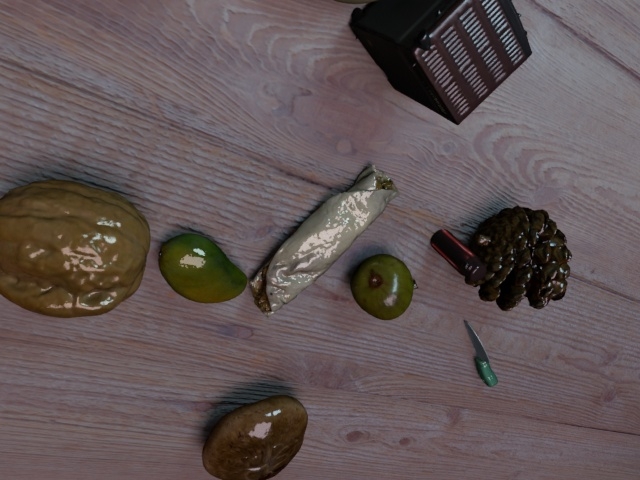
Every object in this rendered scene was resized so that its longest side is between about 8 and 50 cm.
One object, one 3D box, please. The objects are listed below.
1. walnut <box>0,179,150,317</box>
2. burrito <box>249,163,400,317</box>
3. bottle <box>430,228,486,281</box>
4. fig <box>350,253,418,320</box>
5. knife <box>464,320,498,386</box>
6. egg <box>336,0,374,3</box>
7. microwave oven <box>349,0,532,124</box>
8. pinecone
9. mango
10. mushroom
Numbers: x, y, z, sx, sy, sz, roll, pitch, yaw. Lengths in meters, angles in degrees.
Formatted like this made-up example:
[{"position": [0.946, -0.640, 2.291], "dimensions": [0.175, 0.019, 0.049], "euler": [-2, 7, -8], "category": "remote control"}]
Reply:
[{"position": [-0.413, 0.013, 0.872], "dimensions": [0.257, 0.257, 0.224], "euler": [0, 150, -22], "category": "walnut"}, {"position": [0.000, 0.000, 1.119], "dimensions": [0.392, 0.076, 0.117], "euler": [-43, 118, 3], "category": "burrito"}, {"position": [0.310, 0.034, 1.207], "dimensions": [0.060, 0.164, 0.060], "euler": [-10, 121, -16], "category": "bottle"}, {"position": [0.142, 0.105, 1.219], "dimensions": [0.142, 0.186, 0.148], "euler": [34, 79, 9], "category": "fig"}, {"position": [0.445, 0.321, 1.485], "dimensions": [0.034, 0.063, 0.260], "euler": [-33, 125, -7], "category": "knife"}, {"position": [0.073, -0.465, 0.817], "dimensions": [0.241, 0.186, 0.186], "euler": [-23, 124, -10], "category": "egg"}, {"position": [0.197, -0.347, 0.903], "dimensions": [0.188, 0.247, 0.178], "euler": [-45, 127, 8], "category": "microwave oven"}, {"position": [0.460, 0.041, 1.245], "dimensions": [0.257, 0.243, 0.244], "euler": [3, 117, -39], "category": "pinecone"}, {"position": [-0.234, 0.064, 1.052], "dimensions": [0.122, 0.085, 0.191], "euler": [-39, 124, -1], "category": "mango"}, {"position": [-0.146, 0.482, 1.287], "dimensions": [0.278, 0.146, 0.278], "euler": [-14, 129, -18], "category": "mushroom"}]
